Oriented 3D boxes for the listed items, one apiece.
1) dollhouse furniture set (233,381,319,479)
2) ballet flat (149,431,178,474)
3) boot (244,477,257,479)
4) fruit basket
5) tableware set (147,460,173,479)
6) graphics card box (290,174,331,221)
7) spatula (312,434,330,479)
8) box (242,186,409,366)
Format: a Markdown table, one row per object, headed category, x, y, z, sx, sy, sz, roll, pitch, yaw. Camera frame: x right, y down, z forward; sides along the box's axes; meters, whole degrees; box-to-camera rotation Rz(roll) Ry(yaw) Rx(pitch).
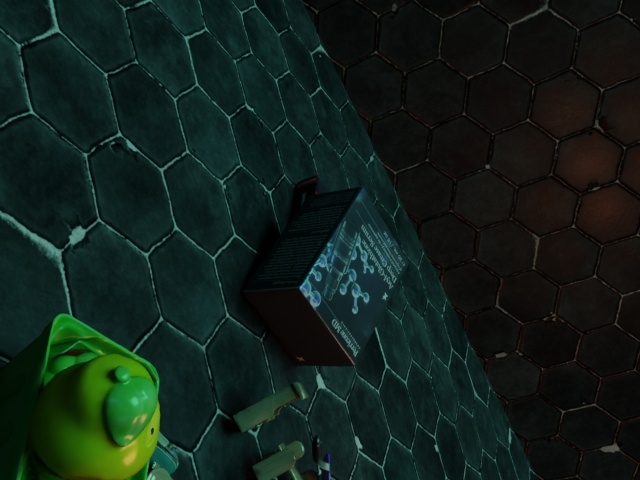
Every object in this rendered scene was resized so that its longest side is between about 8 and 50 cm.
| category | x | y | z | sx | sy | sz | roll | pitch | yaw |
| --- | --- | --- | --- | --- | --- | --- | --- | --- | --- |
| dollhouse furniture set | -0.063 | 0.461 | 1.715 | 0.242 | 0.161 | 0.212 | 62 | -1 | 11 |
| ballet flat | -0.336 | 0.365 | 1.445 | 0.188 | 0.070 | 0.070 | 60 | 26 | -24 |
| boot | -0.124 | 0.649 | 1.601 | 0.207 | 0.094 | 0.246 | 57 | 20 | -17 |
| fruit basket | -0.332 | 0.291 | 1.128 | 0.283 | 0.392 | 0.392 | 44 | 34 | -43 |
| tableware set | -0.332 | 0.475 | 1.378 | 0.141 | 0.020 | 0.169 | 40 | 47 | -39 |
| graphics card box | 0.000 | 0.000 | 2.379 | 0.233 | 0.094 | 0.371 | 52 | 31 | -33 |
| spatula | 0.002 | 0.492 | 1.708 | 0.296 | 0.030 | 0.084 | 79 | 8 | -57 |
| box | 0.026 | 0.096 | 2.076 | 0.293 | 0.212 | 0.395 | 56 | 48 | -28 |
